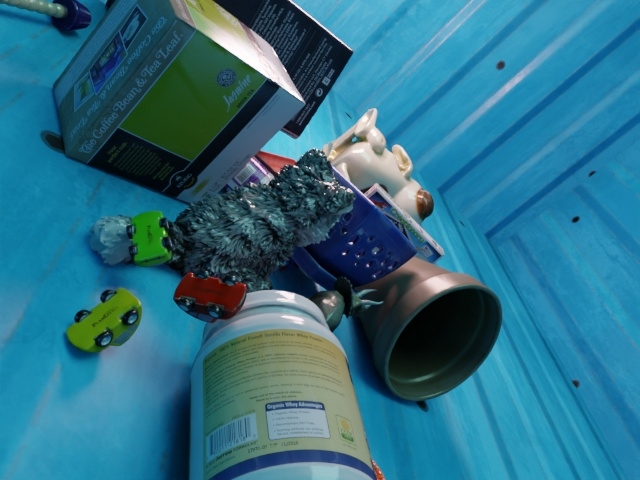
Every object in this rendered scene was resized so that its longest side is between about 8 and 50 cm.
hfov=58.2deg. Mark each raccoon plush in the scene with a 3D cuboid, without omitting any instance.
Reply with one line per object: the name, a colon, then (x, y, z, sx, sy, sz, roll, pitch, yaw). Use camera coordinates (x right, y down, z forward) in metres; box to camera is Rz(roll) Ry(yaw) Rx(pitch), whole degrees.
raccoon plush: (-0.128, -0.037, 1.016, 0.216, 0.299, 0.446, 54, 22, 13)

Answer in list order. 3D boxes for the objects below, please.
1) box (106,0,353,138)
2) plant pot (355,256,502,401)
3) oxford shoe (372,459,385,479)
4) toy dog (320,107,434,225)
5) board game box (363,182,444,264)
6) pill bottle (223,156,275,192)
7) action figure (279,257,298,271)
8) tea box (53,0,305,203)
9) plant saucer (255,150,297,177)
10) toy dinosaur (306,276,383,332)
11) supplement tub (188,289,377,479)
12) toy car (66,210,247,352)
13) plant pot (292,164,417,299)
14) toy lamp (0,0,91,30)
box: (-0.253, -0.574, 1.554, 0.472, 0.297, 0.480, 21, 18, -43)
plant pot: (0.223, 0.171, 1.394, 0.323, 0.323, 0.280, 30, 11, -39)
oxford shoe: (0.056, 0.459, 0.819, 0.364, 0.130, 0.133, -97, 173, -67)
toy dog: (0.221, -0.203, 2.032, 0.408, 0.284, 0.395, 43, 22, -20)
board game box: (0.206, -0.004, 1.767, 0.305, 0.193, 0.053, 43, 22, -14)
pill bottle: (-0.143, -0.110, 1.382, 0.193, 0.108, 0.108, 46, 21, -7)
action figure: (-0.069, 0.050, 1.364, 0.038, 0.030, 0.115, 49, 18, 11)
tea box: (-0.275, -0.283, 1.114, 0.323, 0.329, 0.220, 23, 33, -49)
plant saucer: (-0.063, -0.157, 1.652, 0.259, 0.048, 0.258, 42, 18, 21)
toy dinosaur: (-0.006, 0.149, 1.126, 0.121, 0.160, 0.313, 51, 20, 8)
supplement tub: (-0.059, 0.242, 0.763, 0.228, 0.228, 0.316, 35, 25, -32)
toy car: (-0.234, 0.050, 0.825, 0.053, 0.239, 0.225, 85, -11, -49)
plant pot: (0.041, -0.011, 1.311, 0.236, 0.212, 0.236, 37, 8, -50)
toy lamp: (-0.595, -0.492, 1.209, 0.080, 0.080, 0.274, 50, 23, 4)
